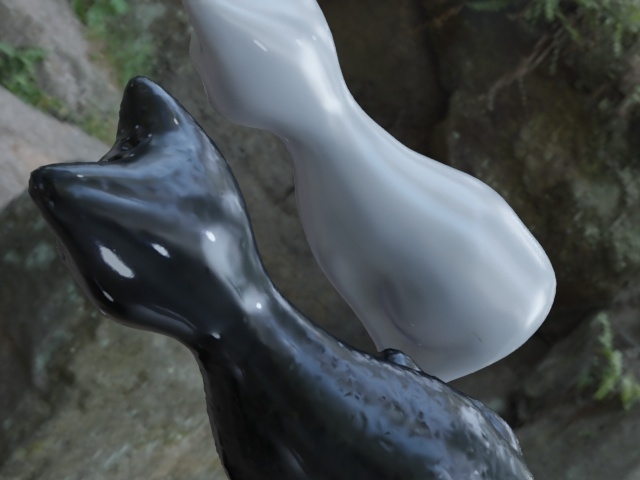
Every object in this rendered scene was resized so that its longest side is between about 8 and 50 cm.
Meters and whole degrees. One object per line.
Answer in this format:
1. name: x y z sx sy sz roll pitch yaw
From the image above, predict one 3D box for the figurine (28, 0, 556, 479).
1. figurine: 0.000 0.000 0.437 0.209 0.092 0.215 51 32 -23
